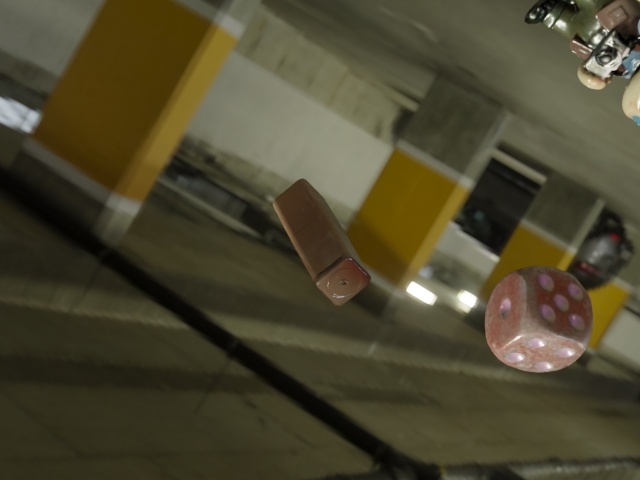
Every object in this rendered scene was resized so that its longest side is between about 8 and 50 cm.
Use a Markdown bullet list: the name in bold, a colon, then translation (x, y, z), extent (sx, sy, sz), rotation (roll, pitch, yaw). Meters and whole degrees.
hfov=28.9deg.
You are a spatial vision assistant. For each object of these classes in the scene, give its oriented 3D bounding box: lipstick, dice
- **lipstick**: translation (0.000, 0.000, 1.184), extent (0.045, 0.045, 0.145), rotation (43, -169, -36)
- **dice**: translation (0.245, 0.088, 1.397), extent (0.091, 0.094, 0.093), rotation (18, 146, -20)

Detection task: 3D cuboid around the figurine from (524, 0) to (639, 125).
- **figurine**: translation (0.240, -0.120, 0.890), extent (0.196, 0.114, 0.108), rotation (39, -138, -2)
